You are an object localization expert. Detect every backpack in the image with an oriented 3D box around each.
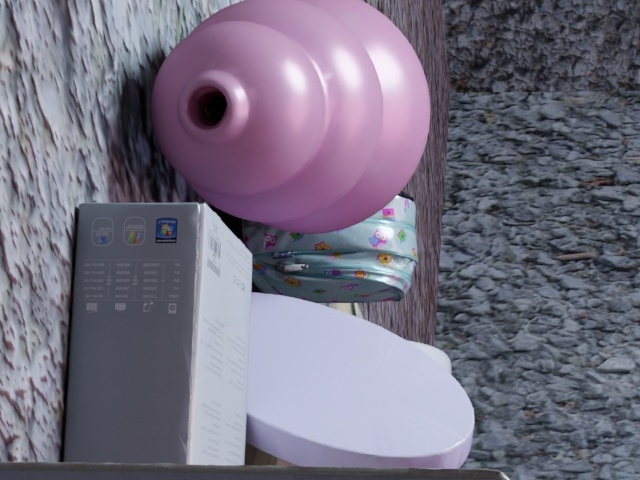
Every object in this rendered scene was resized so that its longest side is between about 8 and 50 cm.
[{"bbox_3d":[0.000,0.000,1.602,0.152,0.182,0.115,28,62,-81],"label":"backpack"}]

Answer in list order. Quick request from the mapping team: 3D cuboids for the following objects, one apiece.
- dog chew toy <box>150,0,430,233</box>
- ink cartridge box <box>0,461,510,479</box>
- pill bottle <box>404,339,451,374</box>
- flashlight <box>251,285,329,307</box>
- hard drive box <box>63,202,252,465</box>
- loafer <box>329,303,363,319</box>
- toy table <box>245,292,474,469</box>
[{"bbox_3d":[-0.034,-0.103,1.383,0.332,0.207,0.206,-12,102,-72],"label":"dog chew toy"},{"bbox_3d":[-0.048,0.249,0.876,0.130,0.309,0.272,43,48,-78],"label":"ink cartridge box"},{"bbox_3d":[0.046,0.283,1.890,0.188,0.188,0.334,59,33,-73],"label":"pill bottle"},{"bbox_3d":[-0.027,-0.062,1.742,0.103,0.103,0.304,67,29,-79],"label":"flashlight"},{"bbox_3d":[-0.109,0.104,1.202,0.181,0.089,0.232,54,36,-75],"label":"hard drive box"},{"bbox_3d":[-0.014,0.048,1.812,0.092,0.102,0.268,32,47,-73],"label":"loafer"},{"bbox_3d":[-0.005,0.167,1.382,0.252,0.274,0.161,-17,124,-34],"label":"toy table"}]
